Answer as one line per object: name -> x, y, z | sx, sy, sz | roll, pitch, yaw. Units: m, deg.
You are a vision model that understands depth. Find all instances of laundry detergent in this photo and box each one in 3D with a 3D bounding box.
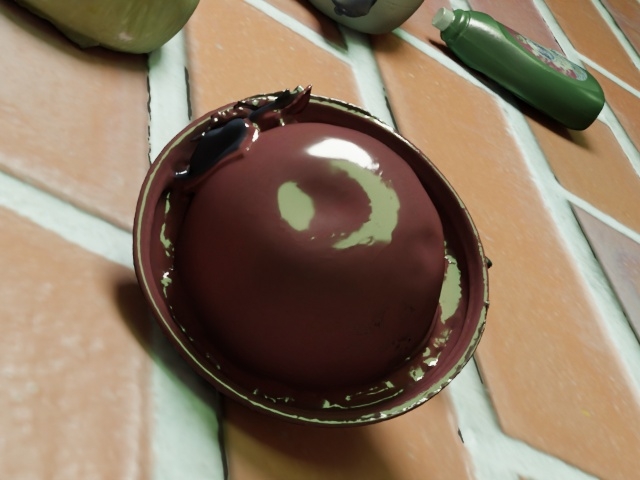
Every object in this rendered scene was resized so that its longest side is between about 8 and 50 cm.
laundry detergent -> 0.015, -0.293, 1.420 | 0.215, 0.105, 0.280 | 33, 25, -14
laundry detergent -> 0.210, -0.203, 1.594 | 0.211, 0.063, 0.137 | 26, 23, -21

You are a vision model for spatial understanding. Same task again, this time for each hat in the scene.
hat -> 0.000, 0.000, 0.765 | 0.205, 0.089, 0.205 | 6, 63, -11

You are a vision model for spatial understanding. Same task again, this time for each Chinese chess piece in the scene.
Chinese chess piece -> -0.172, -0.213, 1.025 | 0.188, 0.083, 0.188 | 33, 20, -13

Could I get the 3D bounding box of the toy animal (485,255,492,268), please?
toy animal -> 0.035, -0.003, 0.924 | 0.137, 0.082, 0.269 | 44, 24, 11
